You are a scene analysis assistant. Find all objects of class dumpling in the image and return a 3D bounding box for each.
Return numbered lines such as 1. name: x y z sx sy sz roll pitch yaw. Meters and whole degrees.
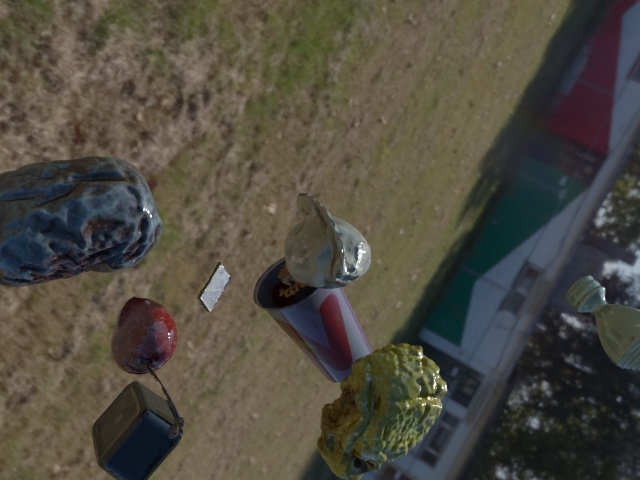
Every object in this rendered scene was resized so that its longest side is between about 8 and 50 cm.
1. dumpling: 0.000 0.000 1.208 0.142 0.172 0.247 -21 -179 -9

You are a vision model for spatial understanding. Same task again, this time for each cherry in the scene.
1. cherry: -0.248 0.181 1.038 0.107 0.225 0.090 -31 148 24

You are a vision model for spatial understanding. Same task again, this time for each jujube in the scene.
1. jujube: -0.439 -0.033 1.243 0.317 0.226 0.226 -16 142 -27

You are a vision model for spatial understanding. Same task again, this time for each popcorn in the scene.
1. popcorn: 0.112 0.318 1.385 0.286 0.174 0.225 -36 142 -11

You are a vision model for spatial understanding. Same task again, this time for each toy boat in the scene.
1. toy boat: -0.260 0.113 1.768 0.115 0.016 0.063 -62 144 -34

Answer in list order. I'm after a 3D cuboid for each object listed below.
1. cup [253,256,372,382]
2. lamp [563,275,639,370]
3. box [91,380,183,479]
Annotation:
1. cup: 0.000 0.185 1.658 0.203 0.203 0.288 -52 126 -29
2. lamp: 0.513 0.142 1.251 0.106 0.193 0.106 -27 147 -19
3. box: -0.351 0.359 1.353 0.144 0.090 0.201 -49 -158 -7
